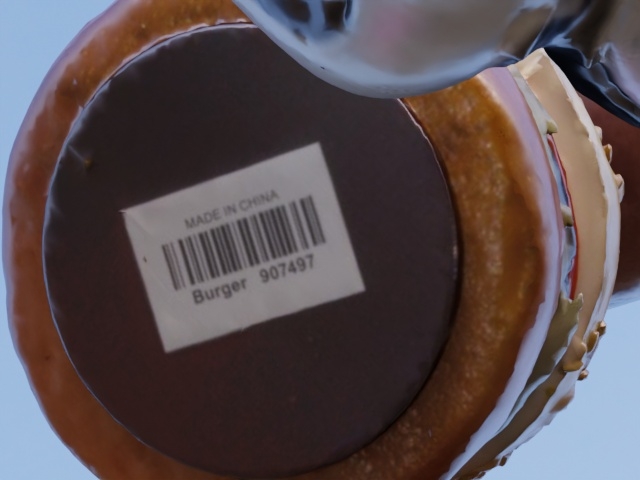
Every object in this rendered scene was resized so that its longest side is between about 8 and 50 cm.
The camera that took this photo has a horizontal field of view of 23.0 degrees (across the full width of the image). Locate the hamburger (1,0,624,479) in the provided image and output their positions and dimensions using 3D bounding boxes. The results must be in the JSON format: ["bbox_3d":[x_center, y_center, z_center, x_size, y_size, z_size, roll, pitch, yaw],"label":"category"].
[{"bbox_3d":[0.000,0.000,0.887,0.330,0.250,0.330,3,-83,23],"label":"hamburger"}]

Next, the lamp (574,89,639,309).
[{"bbox_3d":[0.203,-0.074,1.147,0.305,0.305,0.239,-25,-93,4],"label":"lamp"}]

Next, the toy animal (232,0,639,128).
[{"bbox_3d":[0.081,-0.163,0.558,0.310,0.251,0.251,18,-64,-20],"label":"toy animal"}]
